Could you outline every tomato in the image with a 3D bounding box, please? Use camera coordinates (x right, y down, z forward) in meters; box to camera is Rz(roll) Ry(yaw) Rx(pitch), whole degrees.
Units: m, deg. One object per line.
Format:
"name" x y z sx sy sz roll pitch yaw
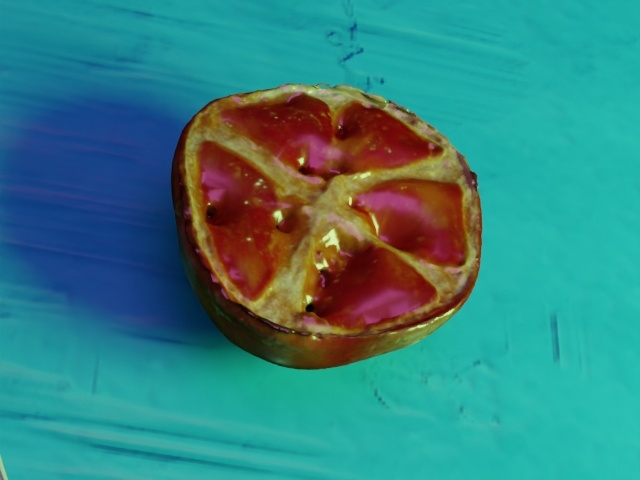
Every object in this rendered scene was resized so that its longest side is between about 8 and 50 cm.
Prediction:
"tomato" 0.000 0.000 0.771 0.155 0.069 0.156 7 53 -10

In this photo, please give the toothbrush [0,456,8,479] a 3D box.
"toothbrush" -0.144 0.085 0.695 0.011 0.013 0.131 -20 64 -19
